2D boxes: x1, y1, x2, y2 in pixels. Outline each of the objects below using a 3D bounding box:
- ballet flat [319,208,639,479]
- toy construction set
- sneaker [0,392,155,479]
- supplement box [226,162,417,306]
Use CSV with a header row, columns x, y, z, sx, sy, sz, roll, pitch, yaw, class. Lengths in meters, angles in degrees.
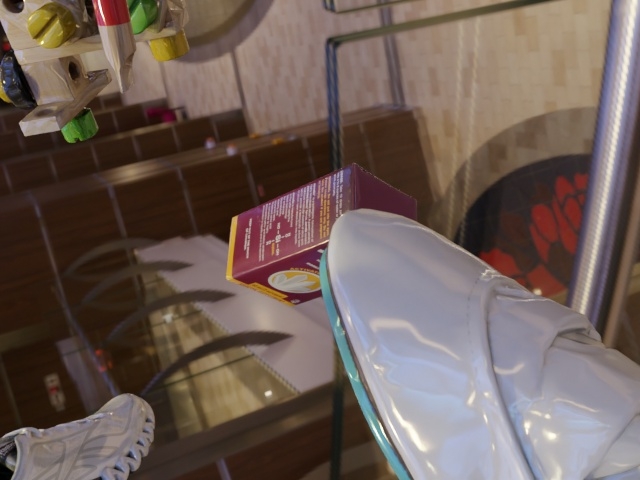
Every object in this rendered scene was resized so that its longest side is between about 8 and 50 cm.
x,y,z,sx,sy,sz,roll,pitch,yaw,class
0.136,0.142,0.375,0.400,0.139,0.139,66,157,13,ballet flat
-0.198,-0.188,0.699,0.309,0.257,0.237,-123,23,-60,toy construction set
-0.276,0.233,0.833,0.110,0.292,0.118,-26,101,28,sneaker
0.000,0.000,0.861,0.188,0.104,0.081,-21,55,39,supplement box
